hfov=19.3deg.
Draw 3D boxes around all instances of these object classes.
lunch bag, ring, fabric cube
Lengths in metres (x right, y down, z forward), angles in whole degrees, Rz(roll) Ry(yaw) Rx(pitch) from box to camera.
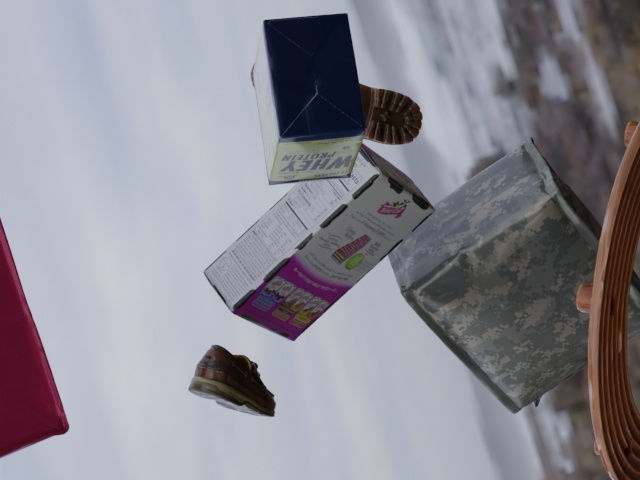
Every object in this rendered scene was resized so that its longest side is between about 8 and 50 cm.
[{"bbox_3d":[0.256,0.058,2.328,0.287,0.235,0.169,49,-168,-29],"label":"lunch bag"},{"bbox_3d":[0.271,0.037,1.503,0.336,0.032,0.336,-25,-61,-56],"label":"ring"},{"bbox_3d":[-0.451,0.123,1.919,0.258,0.254,0.259,-8,101,55],"label":"fabric cube"}]

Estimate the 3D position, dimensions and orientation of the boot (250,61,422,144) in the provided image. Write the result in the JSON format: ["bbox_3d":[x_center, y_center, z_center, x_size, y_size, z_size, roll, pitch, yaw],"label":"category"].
[{"bbox_3d":[0.003,-0.122,1.648,0.059,0.158,0.085,-70,21,-1],"label":"boot"}]

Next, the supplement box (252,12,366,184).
[{"bbox_3d":[-0.008,-0.090,1.210,0.083,0.056,0.083,109,155,-70],"label":"supplement box"}]

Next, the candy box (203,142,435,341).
[{"bbox_3d":[0.000,0.000,2.145,0.071,0.233,0.159,53,-170,28],"label":"candy box"}]

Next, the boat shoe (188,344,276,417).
[{"bbox_3d":[-0.088,0.158,2.091,0.178,0.064,0.060,37,-114,-66],"label":"boat shoe"}]
